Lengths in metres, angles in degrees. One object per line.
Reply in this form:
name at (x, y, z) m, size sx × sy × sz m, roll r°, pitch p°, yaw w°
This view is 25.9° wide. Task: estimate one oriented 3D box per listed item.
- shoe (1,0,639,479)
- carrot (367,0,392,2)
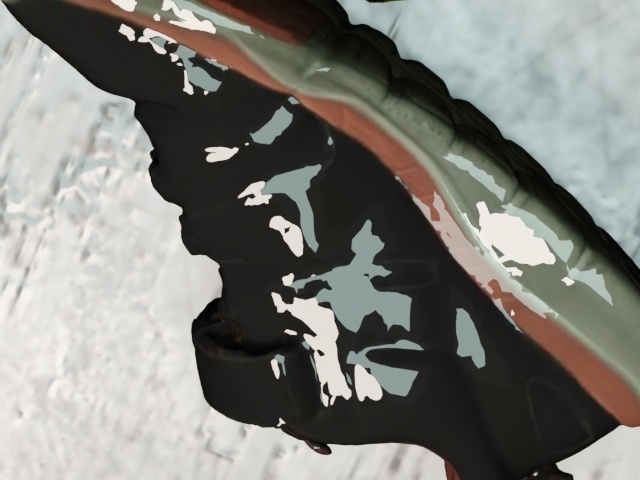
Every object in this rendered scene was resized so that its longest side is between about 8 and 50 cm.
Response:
shoe at (0.000, 0.000, 0.498) m, size 0.291 × 0.114 × 0.137 m, roll 39°, pitch 105°, yaw -12°
carrot at (-0.027, -0.131, 0.423) m, size 0.069 × 0.229 × 0.069 m, roll -7°, pitch 76°, yaw 31°
